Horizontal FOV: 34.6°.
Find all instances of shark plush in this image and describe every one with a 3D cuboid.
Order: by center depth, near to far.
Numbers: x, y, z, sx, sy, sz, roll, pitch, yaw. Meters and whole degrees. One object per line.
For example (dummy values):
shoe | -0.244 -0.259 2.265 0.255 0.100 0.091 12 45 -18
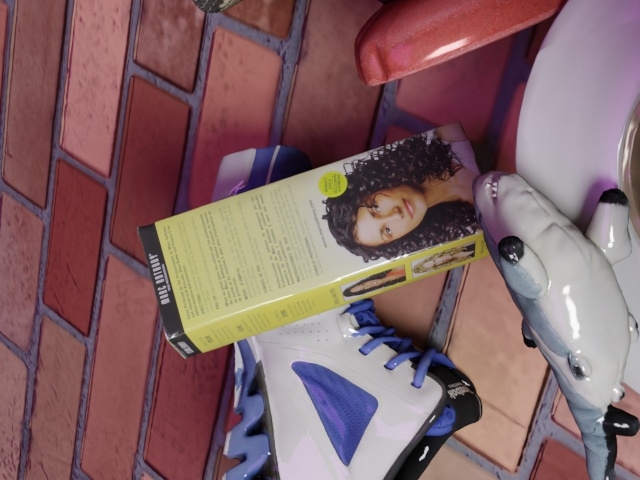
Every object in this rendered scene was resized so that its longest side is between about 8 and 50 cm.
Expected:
shark plush | 0.122 0.040 0.496 0.161 0.073 0.067 60 156 -14

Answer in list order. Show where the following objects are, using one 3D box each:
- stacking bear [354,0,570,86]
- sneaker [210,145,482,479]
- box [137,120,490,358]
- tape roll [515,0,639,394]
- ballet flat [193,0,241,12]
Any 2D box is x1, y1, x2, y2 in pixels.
stacking bear | 0.045 -0.249 0.540 0.164 0.175 0.289 -21 102 6
sneaker | 0.025 0.084 0.771 0.182 0.127 0.315 -8 80 21
box | 0.000 0.000 0.698 0.232 0.058 0.087 -20 69 0
tape roll | 0.242 -0.041 0.496 0.246 0.169 0.246 11 107 40
ballet flat | 0.031 -0.358 0.641 0.182 0.164 0.482 20 114 13
